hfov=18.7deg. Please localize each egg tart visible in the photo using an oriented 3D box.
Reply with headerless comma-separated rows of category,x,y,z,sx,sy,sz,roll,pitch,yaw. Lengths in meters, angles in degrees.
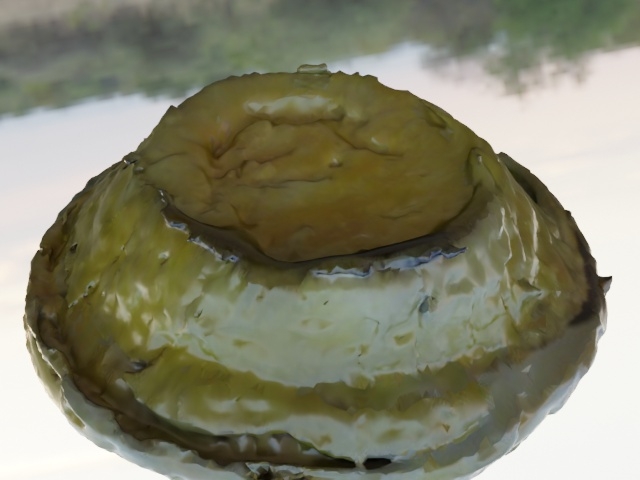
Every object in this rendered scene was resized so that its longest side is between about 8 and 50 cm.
egg tart,0.000,0.000,1.113,0.345,0.132,0.345,2,-142,-2
